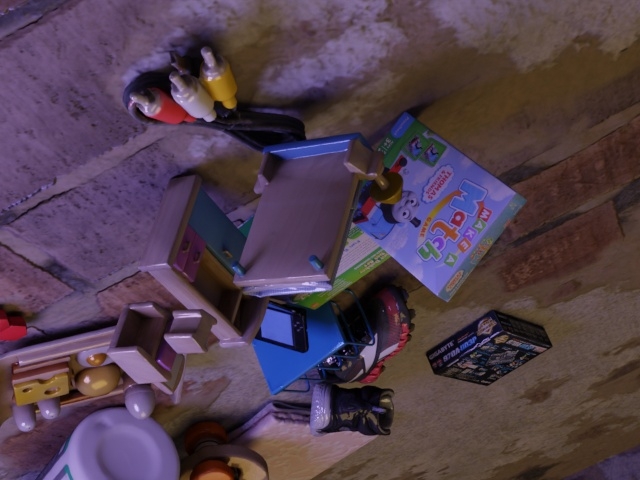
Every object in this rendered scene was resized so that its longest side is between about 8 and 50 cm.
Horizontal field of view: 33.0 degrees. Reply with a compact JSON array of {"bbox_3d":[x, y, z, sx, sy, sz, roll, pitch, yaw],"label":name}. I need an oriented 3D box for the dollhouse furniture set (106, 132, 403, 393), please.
[{"bbox_3d":[-0.044,0.055,1.304,0.303,0.287,0.198,-7,142,31],"label":"dollhouse furniture set"}]

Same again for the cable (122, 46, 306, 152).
[{"bbox_3d":[-0.119,-0.136,1.253,0.139,0.072,0.287,-25,152,16],"label":"cable"}]

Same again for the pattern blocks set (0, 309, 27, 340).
[{"bbox_3d":[-0.589,0.133,1.442,0.285,0.026,0.325,-32,150,18],"label":"pattern blocks set"}]

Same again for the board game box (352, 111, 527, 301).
[{"bbox_3d":[0.135,-0.047,1.379,0.160,0.211,0.039,-53,144,6],"label":"board game box"}]

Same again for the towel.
[{"bbox_3d":[-0.093,0.442,2.260,0.317,0.053,0.331,-38,144,29],"label":"towel"}]

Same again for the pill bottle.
[{"bbox_3d":[-0.415,0.468,1.942,0.204,0.204,0.361,3,144,-37],"label":"pill bottle"}]

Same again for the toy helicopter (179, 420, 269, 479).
[{"bbox_3d":[-0.234,0.534,2.103,0.235,0.140,0.355,34,109,-29],"label":"toy helicopter"}]

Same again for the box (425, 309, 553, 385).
[{"bbox_3d":[0.343,0.222,2.185,0.175,0.051,0.220,-37,147,26],"label":"box"}]

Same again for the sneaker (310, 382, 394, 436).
[{"bbox_3d":[0.059,0.322,2.024,0.153,0.101,0.268,5,170,1],"label":"sneaker"}]

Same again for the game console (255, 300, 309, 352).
[{"bbox_3d":[-0.087,0.122,1.652,0.071,0.122,0.107,-23,115,-43],"label":"game console"}]

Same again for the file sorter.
[{"bbox_3d":[-0.011,0.164,1.787,0.170,0.118,0.104,-39,151,29],"label":"file sorter"}]

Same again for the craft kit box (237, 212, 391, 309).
[{"bbox_3d":[0.000,0.000,1.581,0.250,0.061,0.246,-36,145,25],"label":"craft kit box"}]

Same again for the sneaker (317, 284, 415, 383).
[{"bbox_3d":[0.069,0.173,1.870,0.135,0.098,0.276,-9,150,-26],"label":"sneaker"}]

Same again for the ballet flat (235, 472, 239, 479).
[{"bbox_3d":[-0.236,0.528,2.195,0.240,0.091,0.077,-8,173,-11],"label":"ballet flat"}]

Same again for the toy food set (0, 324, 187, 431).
[{"bbox_3d":[-0.361,0.233,1.661,0.306,0.092,0.220,-13,152,-18],"label":"toy food set"}]
